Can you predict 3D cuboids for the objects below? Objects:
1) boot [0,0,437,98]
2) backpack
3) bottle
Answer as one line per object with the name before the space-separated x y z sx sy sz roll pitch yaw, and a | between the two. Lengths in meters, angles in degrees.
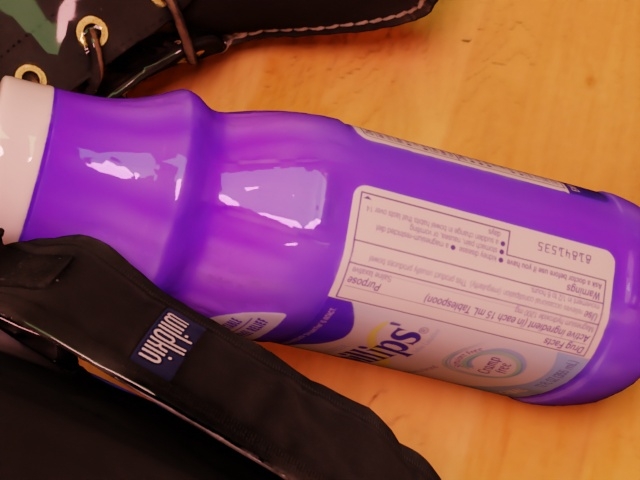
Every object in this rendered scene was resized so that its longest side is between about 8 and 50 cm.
boot | -0.129 -0.067 0.664 0.377 0.138 0.284 4 59 9
backpack | -0.053 0.162 0.444 0.263 0.213 0.276 18 23 -14
bottle | 0.000 0.000 0.565 0.282 0.118 0.092 14 74 -18
